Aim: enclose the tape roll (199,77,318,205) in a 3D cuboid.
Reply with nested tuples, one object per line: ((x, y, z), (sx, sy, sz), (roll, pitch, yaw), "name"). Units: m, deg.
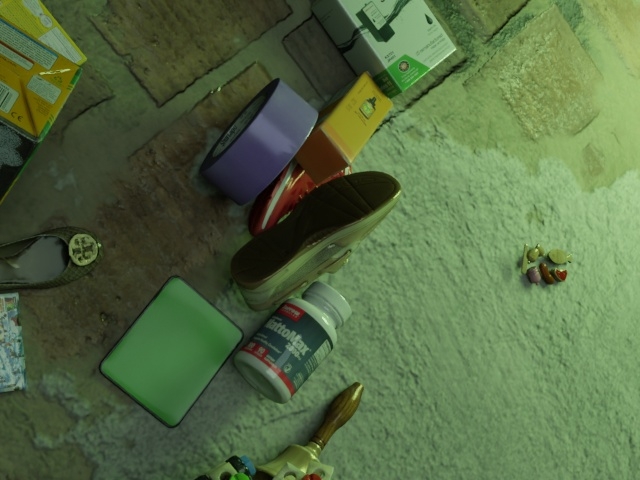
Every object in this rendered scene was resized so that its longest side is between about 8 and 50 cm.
((-0.094, -0.150, 1.427), (0.080, 0.189, 0.189), (40, 68, -16), "tape roll")

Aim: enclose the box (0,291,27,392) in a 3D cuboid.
((-0.461, 0.144, 1.302), (0.094, 0.027, 0.137), (-4, 84, -27), "box")

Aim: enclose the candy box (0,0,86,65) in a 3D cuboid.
((-0.448, -0.316, 1.374), (0.105, 0.027, 0.206), (-42, 100, -22), "candy box")

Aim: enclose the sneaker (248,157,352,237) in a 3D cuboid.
((-0.019, -0.077, 1.511), (0.128, 0.087, 0.221), (33, 71, -16), "sneaker")

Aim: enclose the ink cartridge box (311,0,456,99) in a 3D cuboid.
((0.108, -0.363, 1.609), (0.153, 0.087, 0.208), (-41, 100, -25), "ink cartridge box")

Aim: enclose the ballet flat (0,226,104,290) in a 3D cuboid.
((-0.424, 0.030, 1.318), (0.250, 0.058, 0.084), (-9, 87, -26), "ballet flat")

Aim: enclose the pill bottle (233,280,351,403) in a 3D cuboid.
((-0.038, 0.152, 1.455), (0.108, 0.108, 0.180), (48, 66, -12), "pill bottle")

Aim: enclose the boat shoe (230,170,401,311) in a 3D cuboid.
((0.000, 0.000, 1.462), (0.302, 0.109, 0.098), (-36, 140, -16), "boat shoe")

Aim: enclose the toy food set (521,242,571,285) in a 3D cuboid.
((0.411, 0.048, 1.733), (0.122, 0.019, 0.078), (17, 76, -30), "toy food set")

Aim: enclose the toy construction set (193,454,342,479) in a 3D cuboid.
((-0.078, 0.421, 1.313), (0.151, 0.328, 0.215), (-16, 46, -38), "toy construction set")

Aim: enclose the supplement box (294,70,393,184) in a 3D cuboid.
((0.037, -0.183, 1.501), (0.078, 0.080, 0.233), (50, 38, -12), "supplement box")

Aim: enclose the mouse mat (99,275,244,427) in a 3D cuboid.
((-0.221, 0.167, 1.423), (0.152, 0.007, 0.190), (43, 66, -14), "mouse mat")

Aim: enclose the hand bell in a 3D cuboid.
((-0.002, 0.312, 1.470), (0.126, 0.126, 0.242), (50, 53, -11), "hand bell")

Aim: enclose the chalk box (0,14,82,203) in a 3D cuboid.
((-0.472, -0.135, 1.227), (0.180, 0.289, 0.179), (33, 37, -19), "chalk box")
